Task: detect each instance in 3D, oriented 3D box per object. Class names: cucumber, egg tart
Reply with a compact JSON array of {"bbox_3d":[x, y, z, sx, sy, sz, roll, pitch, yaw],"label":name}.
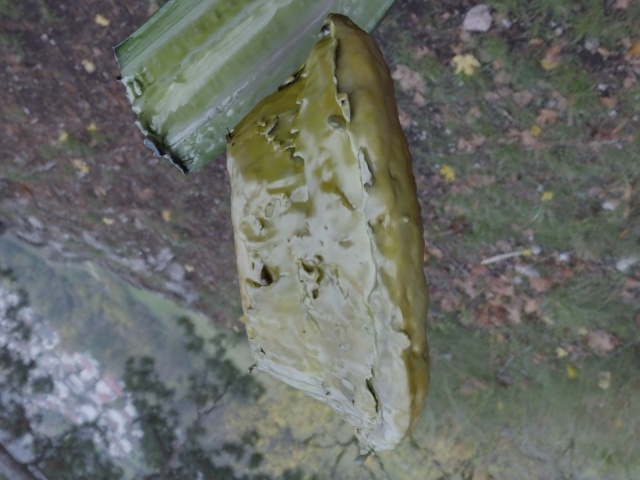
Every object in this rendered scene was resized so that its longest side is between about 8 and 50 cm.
[{"bbox_3d":[-0.037,-0.209,0.770,0.105,0.325,0.145,40,-167,-49],"label":"cucumber"},{"bbox_3d":[0.000,-0.001,0.643,0.341,0.132,0.342,174,90,-89],"label":"egg tart"}]
